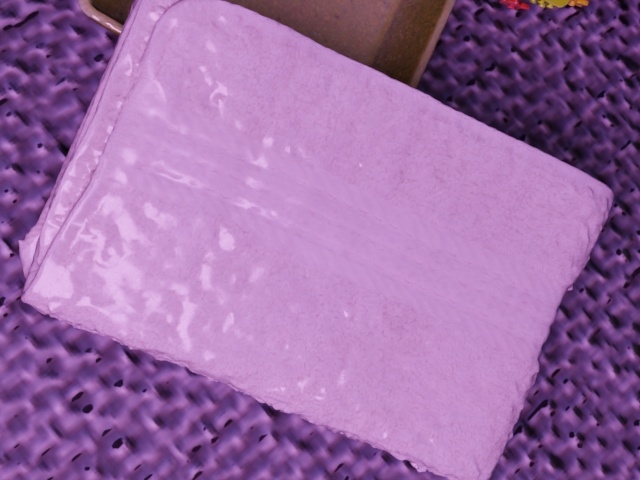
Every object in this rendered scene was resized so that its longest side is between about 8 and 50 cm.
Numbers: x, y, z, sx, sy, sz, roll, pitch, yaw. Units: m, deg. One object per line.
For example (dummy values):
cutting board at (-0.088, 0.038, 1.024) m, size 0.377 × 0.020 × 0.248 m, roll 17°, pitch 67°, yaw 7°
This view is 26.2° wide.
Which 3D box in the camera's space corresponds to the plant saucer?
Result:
plant saucer at (-0.023, -0.147, 0.796) m, size 0.188 × 0.045 × 0.188 m, roll 30°, pitch 63°, yaw -10°

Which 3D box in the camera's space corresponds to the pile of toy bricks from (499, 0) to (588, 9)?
pile of toy bricks at (0.147, -0.192, 0.863) m, size 0.212 × 0.118 × 0.105 m, roll 18°, pitch 93°, yaw -32°

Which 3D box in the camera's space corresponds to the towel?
towel at (0.000, 0.000, 0.721) m, size 0.282 × 0.049 × 0.187 m, roll 25°, pitch 87°, yaw -13°
